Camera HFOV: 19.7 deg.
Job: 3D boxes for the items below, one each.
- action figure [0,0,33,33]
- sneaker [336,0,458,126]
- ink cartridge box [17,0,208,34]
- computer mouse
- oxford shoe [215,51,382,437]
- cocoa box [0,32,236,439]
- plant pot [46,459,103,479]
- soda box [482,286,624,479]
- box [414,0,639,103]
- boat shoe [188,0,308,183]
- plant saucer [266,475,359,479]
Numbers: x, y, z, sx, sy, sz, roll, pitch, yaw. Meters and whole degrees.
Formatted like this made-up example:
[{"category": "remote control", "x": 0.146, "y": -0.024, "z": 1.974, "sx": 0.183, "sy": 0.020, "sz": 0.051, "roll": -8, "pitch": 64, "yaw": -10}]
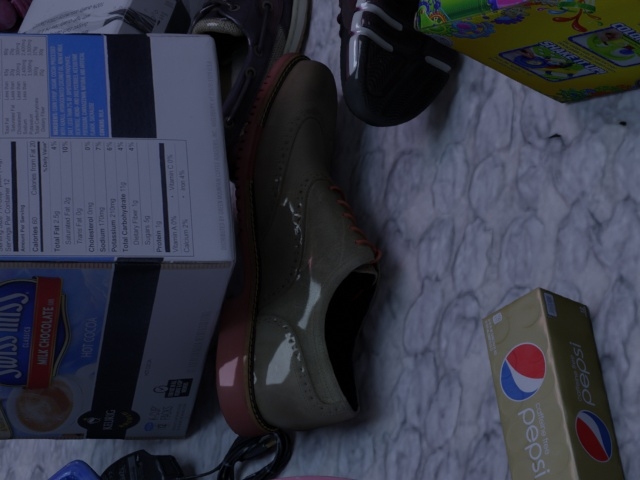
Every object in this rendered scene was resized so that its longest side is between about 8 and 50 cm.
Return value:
[{"category": "action figure", "x": -0.423, "y": -0.248, "z": 2.103, "sx": 0.370, "sy": 0.248, "sz": 0.275, "roll": -11, "pitch": 99, "yaw": 21}, {"category": "sneaker", "x": 0.046, "y": -0.214, "z": 1.634, "sx": 0.162, "sy": 0.106, "sz": 0.281, "roll": -14, "pitch": 53, "yaw": 51}, {"category": "ink cartridge box", "x": -0.212, "y": -0.198, "z": 1.851, "sx": 0.197, "sy": 0.114, "sz": 0.272, "roll": -8, "pitch": 53, "yaw": 47}, {"category": "computer mouse", "x": -0.116, "y": 0.216, "z": 1.676, "sx": 0.242, "sy": 0.041, "sz": 0.071, "roll": -20, "pitch": 68, "yaw": 35}, {"category": "oxford shoe", "x": 0.000, "y": 0.000, "z": 1.594, "sx": 0.130, "sy": 0.123, "sz": 0.348, "roll": -4, "pitch": 73, "yaw": 25}, {"category": "cocoa box", "x": -0.217, "y": 0.006, "z": 1.612, "sx": 0.347, "sy": 0.228, "sz": 0.231, "roll": 110, "pitch": 157, "yaw": -58}, {"category": "plant pot", "x": -0.184, "y": 0.362, "z": 1.511, "sx": 0.236, "sy": 0.212, "sz": 0.236, "roll": -43, "pitch": 41, "yaw": -6}, {"category": "soda box", "x": 0.173, "y": 0.131, "z": 1.358, "sx": 0.061, "sy": 0.058, "sz": 0.181, "roll": -33, "pitch": 51, "yaw": 36}, {"category": "box", "x": 0.243, "y": -0.283, "z": 1.362, "sx": 0.279, "sy": 0.177, "sz": 0.290, "roll": -8, "pitch": 68, "yaw": 47}, {"category": "boat shoe", "x": -0.078, "y": -0.191, "z": 1.757, "sx": 0.103, "sy": 0.092, "sz": 0.285, "roll": -16, "pitch": 63, "yaw": 43}, {"category": "plant saucer", "x": -0.007, "y": 0.336, "z": 1.328, "sx": 0.084, "sy": 0.332, "sz": 0.332, "roll": 120, "pitch": 165, "yaw": -83}]
